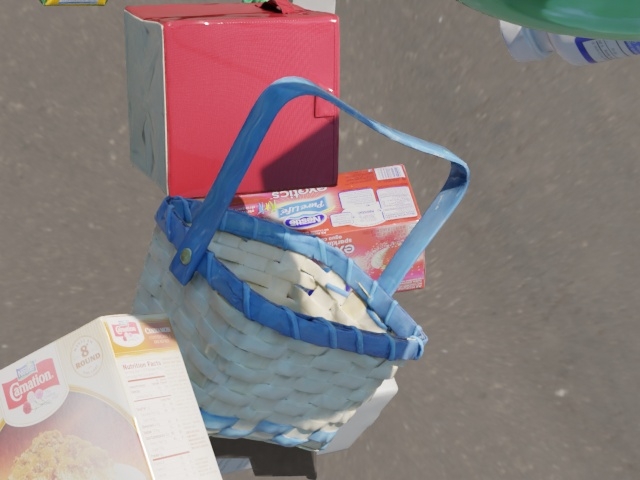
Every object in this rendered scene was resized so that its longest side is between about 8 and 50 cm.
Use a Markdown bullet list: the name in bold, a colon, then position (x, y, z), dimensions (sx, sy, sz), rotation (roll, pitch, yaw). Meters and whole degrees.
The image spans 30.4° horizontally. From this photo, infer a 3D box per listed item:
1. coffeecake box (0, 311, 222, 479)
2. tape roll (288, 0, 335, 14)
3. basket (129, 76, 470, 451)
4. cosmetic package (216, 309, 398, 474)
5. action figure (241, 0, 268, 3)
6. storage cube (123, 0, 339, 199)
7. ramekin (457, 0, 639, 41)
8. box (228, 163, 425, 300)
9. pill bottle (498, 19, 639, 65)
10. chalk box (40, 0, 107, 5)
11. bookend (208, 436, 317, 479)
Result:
- **coffeecake box**: position (-0.140, 0.157, 0.750), dimensions (0.142, 0.068, 0.186), rotation (-27, 75, 29)
- **tape roll**: position (-0.041, -0.315, 1.931), dimensions (0.072, 0.219, 0.219), rotation (12, 86, -12)
- **basket**: position (-0.021, 0.022, 0.977), dimensions (0.289, 0.254, 0.201), rotation (-54, 49, 14)
- **cosmetic package**: position (-0.140, 0.245, 1.803), dimensions (0.453, 0.230, 0.162), rotation (-6, 60, -26)
- **action figure**: position (-0.066, -0.380, 1.747), dimensions (0.137, 0.232, 0.063), rotation (-16, 116, 17)
- **storage cube**: position (-0.101, -0.158, 1.298), dimensions (0.193, 0.183, 0.215), rotation (-5, 108, -21)
- **ramekin**: position (0.183, -0.208, 0.496), dimensions (0.303, 0.303, 0.148), rotation (-2, 78, 1)
- **box**: position (0.000, 0.000, 1.544), dimensions (0.256, 0.128, 0.123), rotation (-9, 130, -4)
- **pill bottle**: position (0.364, -0.302, 1.458), dimensions (0.272, 0.152, 0.152), rotation (-7, 85, 33)
- **chalk box**: position (-0.416, -0.491, 1.869), dimensions (0.213, 0.132, 0.132), rotation (54, 128, 20)
- **bookend**: position (-0.085, 0.232, 1.435), dimensions (0.156, 0.157, 0.072), rotation (-2, 59, 4)
